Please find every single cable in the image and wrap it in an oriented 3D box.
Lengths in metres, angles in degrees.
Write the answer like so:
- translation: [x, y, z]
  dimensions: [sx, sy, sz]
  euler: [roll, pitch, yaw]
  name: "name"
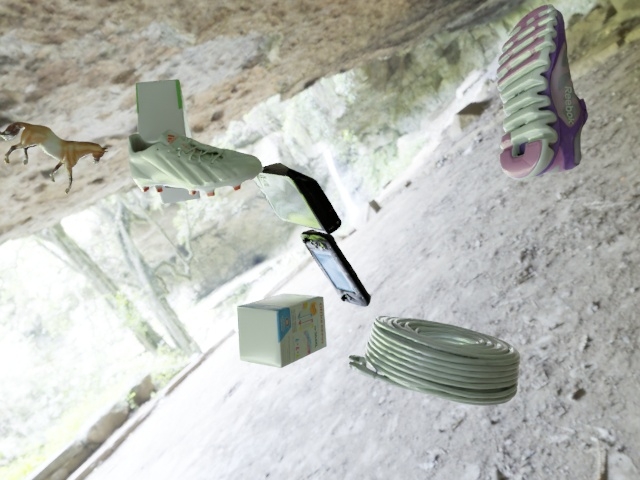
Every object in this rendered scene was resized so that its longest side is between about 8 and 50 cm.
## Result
- translation: [0.205, 0.194, 0.870]
  dimensions: [0.257, 0.089, 0.257]
  euler: [11, 3, 34]
  name: "cable"

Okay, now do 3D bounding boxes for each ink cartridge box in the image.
- translation: [-0.401, -0.255, 1.361]
  dimensions: [0.115, 0.198, 0.272]
  euler: [-9, -27, -10]
  name: "ink cartridge box"
- translation: [-0.056, 0.142, 0.852]
  dimensions: [0.090, 0.092, 0.143]
  euler: [0, 6, 35]
  name: "ink cartridge box"

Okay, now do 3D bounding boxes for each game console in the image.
- translation: [0.000, 0.000, 1.014]
  dimensions: [0.044, 0.361, 0.213]
  euler: [-41, 26, -16]
  name: "game console"

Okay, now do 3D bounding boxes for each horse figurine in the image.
- translation: [-0.758, -0.251, 1.426]
  dimensions: [0.174, 0.263, 0.066]
  euler: [-50, 23, 21]
  name: "horse figurine"

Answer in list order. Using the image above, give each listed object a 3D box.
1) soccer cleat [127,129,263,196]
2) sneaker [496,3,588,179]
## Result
- translation: [-0.162, -0.099, 0.628]
  dimensions: [0.196, 0.076, 0.068]
  euler: [3, 28, 26]
  name: "soccer cleat"
- translation: [0.304, -0.191, 0.684]
  dimensions: [0.105, 0.236, 0.095]
  euler: [6, -7, -19]
  name: "sneaker"
